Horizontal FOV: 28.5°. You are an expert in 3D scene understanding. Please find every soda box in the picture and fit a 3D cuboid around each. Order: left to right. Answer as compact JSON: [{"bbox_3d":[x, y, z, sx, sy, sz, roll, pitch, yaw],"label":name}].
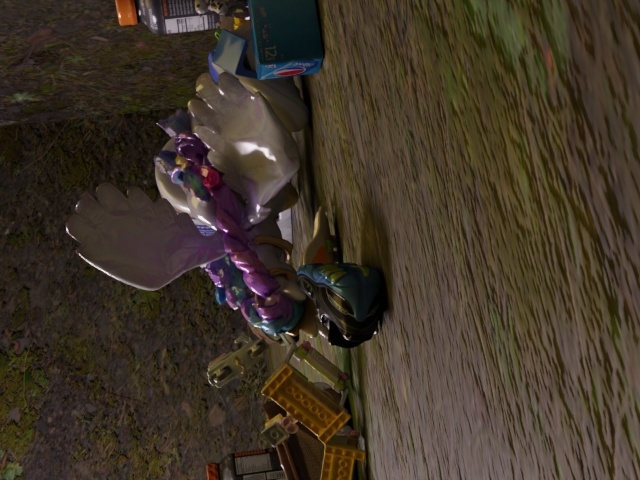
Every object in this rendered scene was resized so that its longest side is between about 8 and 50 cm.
[{"bbox_3d":[-0.047,-0.286,1.367,0.067,0.071,0.210,121,142,-82],"label":"soda box"}]

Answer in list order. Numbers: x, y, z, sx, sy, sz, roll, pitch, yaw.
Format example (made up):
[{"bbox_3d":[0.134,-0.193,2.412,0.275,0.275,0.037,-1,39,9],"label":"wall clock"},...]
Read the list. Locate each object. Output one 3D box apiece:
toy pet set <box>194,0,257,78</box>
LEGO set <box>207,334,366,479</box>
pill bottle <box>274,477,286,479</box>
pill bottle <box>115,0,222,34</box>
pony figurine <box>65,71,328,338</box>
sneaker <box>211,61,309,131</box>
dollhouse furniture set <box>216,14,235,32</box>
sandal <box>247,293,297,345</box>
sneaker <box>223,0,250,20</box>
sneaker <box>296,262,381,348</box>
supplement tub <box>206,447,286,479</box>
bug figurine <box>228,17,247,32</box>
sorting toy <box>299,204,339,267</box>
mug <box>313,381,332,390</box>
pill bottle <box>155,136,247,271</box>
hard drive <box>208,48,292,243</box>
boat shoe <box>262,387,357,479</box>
[{"bbox_3d":[-0.116,-0.233,1.526,0.114,0.065,0.122,32,155,35],"label":"toy pet set"},{"bbox_3d":[-0.005,0.221,1.445,0.287,0.132,0.107,61,-162,-13],"label":"LEGO set"},{"bbox_3d":[-0.043,0.496,2.018,0.229,0.131,0.131,-105,9,-55],"label":"pill bottle"},{"bbox_3d":[-0.222,-0.417,2.118,0.130,0.246,0.130,173,90,-84],"label":"pill bottle"},{"bbox_3d":[-0.128,-0.047,1.663,0.351,0.303,0.363,44,-169,-27],"label":"pony figurine"},{"bbox_3d":[-0.060,-0.215,1.622,0.212,0.094,0.080,43,171,48],"label":"sneaker"},{"bbox_3d":[-0.174,-0.383,1.984,0.144,0.123,0.151,-38,-43,-82],"label":"dollhouse furniture set"},{"bbox_3d":[-0.093,0.145,2.329,0.303,0.086,0.120,105,158,-76],"label":"sandal"},{"bbox_3d":[-0.091,-0.365,1.560,0.153,0.101,0.268,92,167,-45],"label":"sneaker"},{"bbox_3d":[0.017,0.060,1.172,0.188,0.067,0.078,-164,73,-81],"label":"sneaker"},{"bbox_3d":[-0.097,0.418,2.174,0.117,0.191,0.117,173,90,-85],"label":"supplement tub"},{"bbox_3d":[-0.089,-0.256,1.857,0.279,0.072,0.216,84,-177,-69],"label":"bug figurine"},{"bbox_3d":[0.000,0.000,1.431,0.083,0.045,0.075,120,149,-82],"label":"sorting toy"},{"bbox_3d":[0.004,0.223,1.651,0.062,0.078,0.064,-47,-30,-53],"label":"mug"},{"bbox_3d":[-0.166,-0.055,2.004,0.264,0.153,0.153,82,179,-62],"label":"pill bottle"},{"bbox_3d":[-0.121,-0.153,2.157,0.210,0.040,0.318,89,161,-47],"label":"hard drive"},{"bbox_3d":[-0.013,0.355,1.559,0.123,0.123,0.341,-125,29,-79],"label":"boat shoe"}]
